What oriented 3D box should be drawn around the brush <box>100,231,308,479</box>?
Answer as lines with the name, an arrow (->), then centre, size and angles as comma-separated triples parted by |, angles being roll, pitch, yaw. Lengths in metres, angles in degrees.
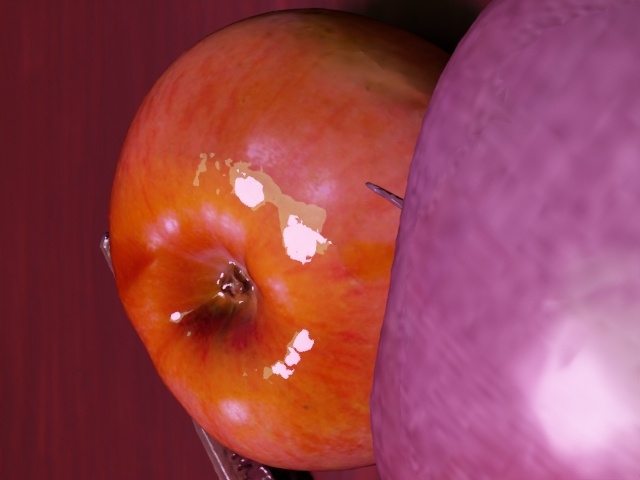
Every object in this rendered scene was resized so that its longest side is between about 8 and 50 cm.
brush -> -0.052, 0.094, 0.763 | 0.036, 0.043, 0.248 | -39, 72, 35

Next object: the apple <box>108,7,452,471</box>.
apple -> 0.000, 0.000, 0.603 | 0.209, 0.164, 0.209 | 14, 112, 40

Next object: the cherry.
cherry -> 0.147, 0.030, 0.431 | 0.307, 0.221, 0.261 | 15, 99, 19
